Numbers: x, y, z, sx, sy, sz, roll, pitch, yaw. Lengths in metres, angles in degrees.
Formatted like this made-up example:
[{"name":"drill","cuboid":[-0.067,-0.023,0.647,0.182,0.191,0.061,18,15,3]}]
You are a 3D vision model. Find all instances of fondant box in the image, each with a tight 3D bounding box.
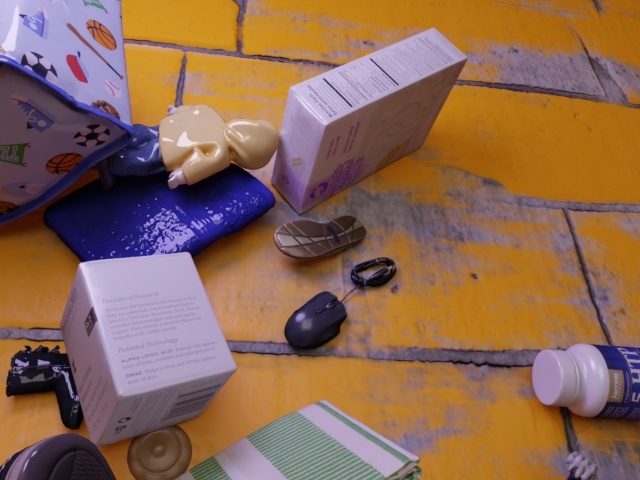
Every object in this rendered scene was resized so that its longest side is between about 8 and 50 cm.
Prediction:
[{"name":"fondant box","cuboid":[0.081,-0.210,1.014,0.330,0.238,0.096,-30,69,-28]}]

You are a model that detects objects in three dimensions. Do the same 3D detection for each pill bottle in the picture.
[{"name":"pill bottle","cuboid":[0.433,0.216,0.881,0.187,0.112,0.112,5,56,-9]}]

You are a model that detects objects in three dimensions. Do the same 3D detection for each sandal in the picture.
[{"name":"sandal","cuboid":[0.000,0.000,0.976,0.180,0.049,0.072,-12,65,-36]}]

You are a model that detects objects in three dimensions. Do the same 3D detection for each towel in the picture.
[{"name":"towel","cuboid":[-0.257,-0.045,0.936,0.308,0.076,0.227,-36,63,-29]},{"name":"towel","cuboid":[-0.074,0.304,0.664,0.325,0.248,0.038,-25,106,-25]}]

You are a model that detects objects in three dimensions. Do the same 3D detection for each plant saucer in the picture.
[{"name":"plant saucer","cuboid":[-0.212,0.279,0.755,0.083,0.015,0.083,6,56,-8]}]

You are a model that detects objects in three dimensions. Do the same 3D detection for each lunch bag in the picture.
[{"name":"lunch bag","cuboid":[-0.492,-0.213,0.844,0.239,0.385,0.328,31,37,-48]}]

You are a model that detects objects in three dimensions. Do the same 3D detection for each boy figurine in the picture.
[{"name":"boy figurine","cuboid":[-0.211,-0.157,0.924,0.285,0.092,0.177,-9,53,-15]}]

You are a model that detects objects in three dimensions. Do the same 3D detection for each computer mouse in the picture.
[{"name":"computer mouse","cuboid":[0.039,0.091,0.923,0.071,0.041,0.242,43,58,17]}]

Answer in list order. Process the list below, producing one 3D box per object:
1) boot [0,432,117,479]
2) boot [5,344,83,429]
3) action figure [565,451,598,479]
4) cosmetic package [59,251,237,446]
[{"name":"boot","cuboid":[-0.294,0.370,0.489,0.284,0.138,0.377,-12,86,20]},{"name":"boot","cuboid":[-0.363,0.195,0.762,0.099,0.045,0.121,2,49,-14]},{"name":"action figure","cuboid":[0.344,0.376,0.739,0.276,0.141,0.164,-11,48,-17]},{"name":"cosmetic package","cuboid":[-0.229,0.136,0.743,0.151,0.151,0.183,-6,55,-39]}]
